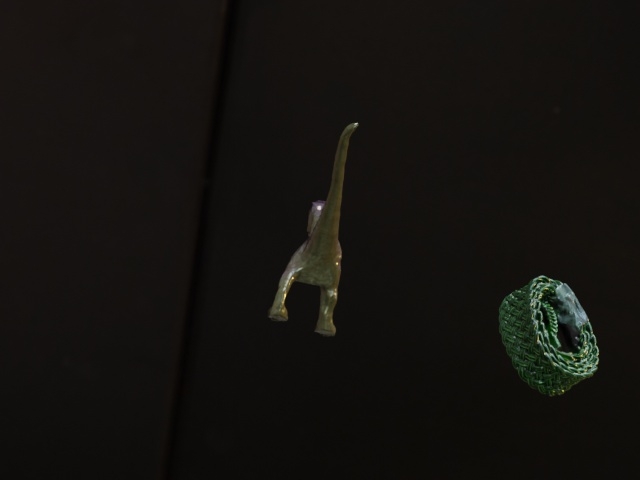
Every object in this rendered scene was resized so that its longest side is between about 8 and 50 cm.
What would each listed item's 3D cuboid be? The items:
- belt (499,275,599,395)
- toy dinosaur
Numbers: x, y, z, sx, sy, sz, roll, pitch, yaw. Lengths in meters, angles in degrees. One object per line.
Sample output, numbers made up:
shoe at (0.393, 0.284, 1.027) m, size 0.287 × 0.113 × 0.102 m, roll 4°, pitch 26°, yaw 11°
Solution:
belt at (0.281, 0.122, 1.899) m, size 0.079 × 0.121 × 0.151 m, roll -37°, pitch -125°, yaw 40°
toy dinosaur at (-0.005, -0.001, 1.697) m, size 0.251 × 0.072 × 0.200 m, roll 75°, pitch 25°, yaw -72°
